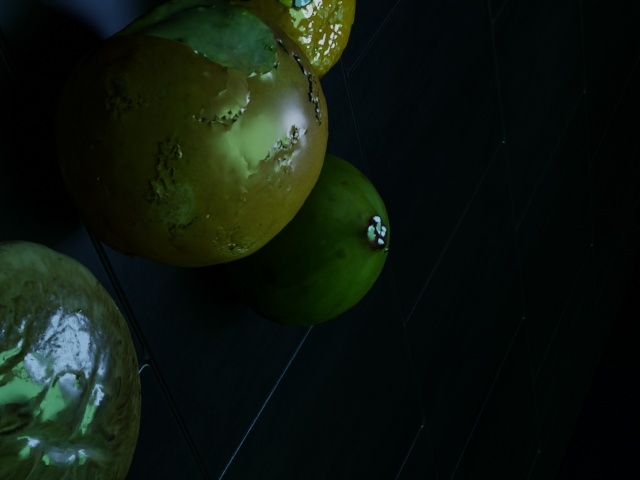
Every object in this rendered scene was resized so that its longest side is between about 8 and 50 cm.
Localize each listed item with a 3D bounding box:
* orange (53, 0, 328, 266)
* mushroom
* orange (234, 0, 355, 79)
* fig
[{"bbox_3d":[-0.111,-0.094,0.948,0.240,0.240,0.240,-33,128,-55],"label":"orange"},{"bbox_3d":[-0.249,0.139,0.865,0.278,0.146,0.278,-23,118,-51],"label":"mushroom"},{"bbox_3d":[-0.048,-0.237,1.111,0.177,0.155,0.178,-24,120,-49],"label":"orange"},{"bbox_3d":[0.000,0.000,1.226,0.203,0.225,0.203,-3,94,-40],"label":"fig"}]
